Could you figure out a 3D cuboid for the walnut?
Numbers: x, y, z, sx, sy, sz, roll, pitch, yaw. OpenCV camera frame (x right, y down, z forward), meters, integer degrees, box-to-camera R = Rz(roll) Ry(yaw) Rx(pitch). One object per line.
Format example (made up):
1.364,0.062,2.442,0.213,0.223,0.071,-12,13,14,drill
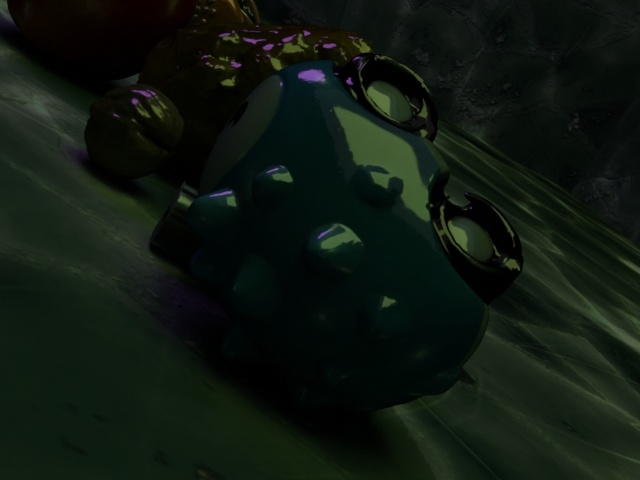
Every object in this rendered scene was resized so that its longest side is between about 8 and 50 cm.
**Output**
-0.160,-0.093,1.107,0.092,0.092,0.092,31,12,-7,walnut

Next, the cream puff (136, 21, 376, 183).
-0.054,-0.135,1.274,0.244,0.244,0.196,-123,-171,-63,cream puff

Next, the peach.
-0.233,-0.272,1.390,0.190,0.192,0.190,37,1,-1,peach

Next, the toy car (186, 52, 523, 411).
0.000,0.000,0.889,0.190,0.188,0.255,-8,63,-43,toy car

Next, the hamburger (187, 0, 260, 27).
-0.155,-0.265,1.646,0.162,0.162,0.115,35,13,11,hamburger

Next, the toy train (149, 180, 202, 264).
-0.013,0.040,1.026,0.252,0.055,0.048,30,12,-11,toy train
